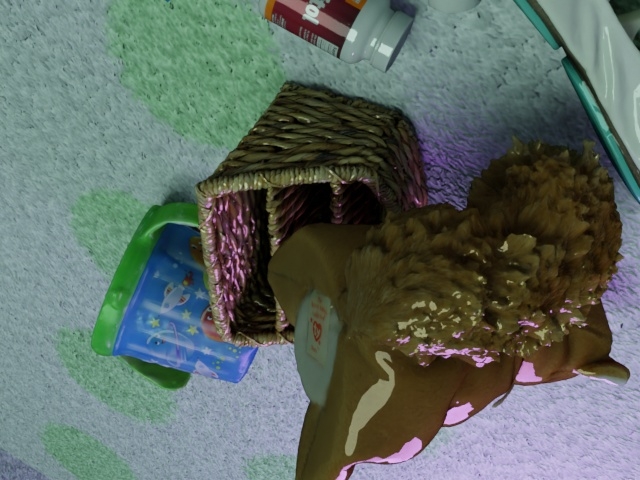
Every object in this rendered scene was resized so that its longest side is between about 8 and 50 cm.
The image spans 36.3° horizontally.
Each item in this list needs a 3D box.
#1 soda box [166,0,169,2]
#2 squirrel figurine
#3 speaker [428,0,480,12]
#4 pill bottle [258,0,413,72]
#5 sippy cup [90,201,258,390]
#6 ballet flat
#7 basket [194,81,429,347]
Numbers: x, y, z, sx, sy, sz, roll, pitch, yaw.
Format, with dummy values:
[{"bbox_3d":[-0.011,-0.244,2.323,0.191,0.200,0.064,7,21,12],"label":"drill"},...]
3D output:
[{"bbox_3d":[-0.118,-0.343,1.035,0.067,0.071,0.210,45,140,-14],"label":"soda box"},{"bbox_3d":[0.178,0.078,1.030,0.370,0.281,0.397,1,151,-23],"label":"squirrel figurine"},{"bbox_3d":[0.127,-0.289,0.937,0.055,0.055,0.136,13,137,24],"label":"speaker"},{"bbox_3d":[0.018,-0.242,1.036,0.152,0.086,0.086,29,141,4],"label":"pill bottle"},{"bbox_3d":[-0.188,0.096,1.441,0.224,0.240,0.305,24,164,-4],"label":"sippy cup"},{"bbox_3d":[0.259,-0.204,0.897,0.139,0.139,0.400,-16,125,43],"label":"ballet flat"},{"bbox_3d":[0.000,0.000,1.194,0.213,0.223,0.299,19,138,17],"label":"basket"}]
